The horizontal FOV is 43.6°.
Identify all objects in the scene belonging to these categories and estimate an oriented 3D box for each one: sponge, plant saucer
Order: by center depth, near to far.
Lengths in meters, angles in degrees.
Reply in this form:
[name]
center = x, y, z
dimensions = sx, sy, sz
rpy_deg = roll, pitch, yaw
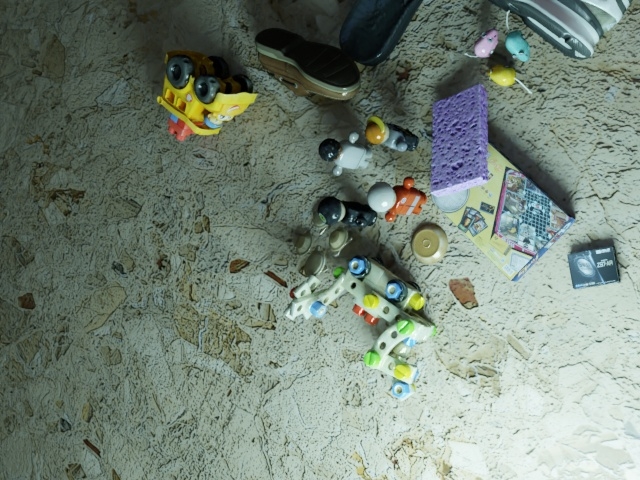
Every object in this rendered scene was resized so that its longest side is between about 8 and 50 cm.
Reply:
[sponge]
center = 0.274, -0.197, 1.580
dimensions = 0.117, 0.031, 0.210
rpy_deg = -16, 61, 41
[plant saucer]
center = 0.220, 0.007, 1.642
dimensions = 0.083, 0.015, 0.083
rpy_deg = -4, 83, 31

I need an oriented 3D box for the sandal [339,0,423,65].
[sandal]
center = 0.171, -0.582, 1.679
dimensions = 0.167, 0.107, 0.445
rpy_deg = 32, 101, 30

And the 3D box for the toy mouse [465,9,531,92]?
[toy mouse]
center = 0.348, -0.373, 1.556
dimensions = 0.161, 0.031, 0.143
rpy_deg = 29, 129, 34

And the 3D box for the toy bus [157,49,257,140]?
[toy bus]
center = -0.287, -0.327, 1.927
dimensions = 0.220, 0.149, 0.211
rpy_deg = 37, 118, 26

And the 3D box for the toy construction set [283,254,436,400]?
[toy construction set]
center = 0.094, 0.156, 1.638
dimensions = 0.328, 0.151, 0.215
rpy_deg = 31, 102, 19

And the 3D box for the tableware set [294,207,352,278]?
[tableware set]
center = 0.000, 0.000, 1.748
dimensions = 0.141, 0.020, 0.168
rpy_deg = -48, 40, 18

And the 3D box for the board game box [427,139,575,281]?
[board game box]
center = 0.347, -0.063, 1.554
dimensions = 0.165, 0.042, 0.243
rpy_deg = -49, 63, 18

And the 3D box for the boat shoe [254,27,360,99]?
[boat shoe]
center = -0.021, -0.376, 1.784
dimensions = 0.111, 0.104, 0.307
rpy_deg = -34, 51, -24

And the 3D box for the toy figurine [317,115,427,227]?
[toy figurine]
center = 0.095, -0.134, 1.636
dimensions = 0.213, 0.148, 0.209
rpy_deg = -12, 78, 44

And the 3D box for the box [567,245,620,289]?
[box]
center = 0.499, 0.050, 1.462
dimensions = 0.083, 0.018, 0.067
rpy_deg = -12, 79, 31

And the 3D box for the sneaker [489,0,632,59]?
[sneaker]
center = 0.411, -0.568, 1.511
dimensions = 0.447, 0.169, 0.257
rpy_deg = 43, 98, 15
